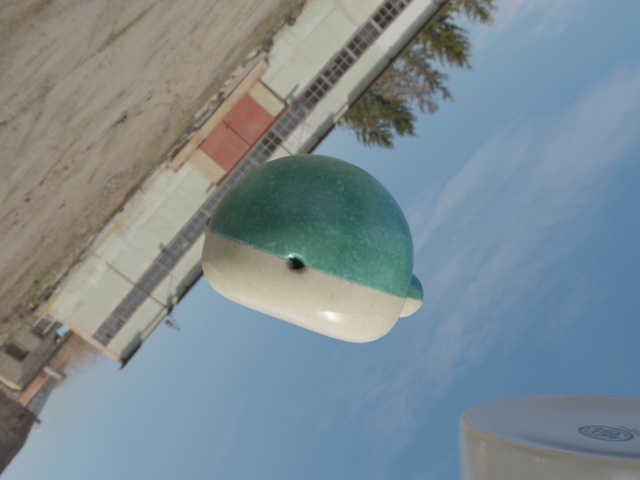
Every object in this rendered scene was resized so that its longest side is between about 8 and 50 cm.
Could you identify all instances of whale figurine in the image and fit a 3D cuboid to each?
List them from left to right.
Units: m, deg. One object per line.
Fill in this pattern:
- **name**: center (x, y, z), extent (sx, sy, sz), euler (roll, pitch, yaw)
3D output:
- **whale figurine**: center (0.000, 0.000, 0.526), extent (0.272, 0.216, 0.141), euler (6, 103, -84)

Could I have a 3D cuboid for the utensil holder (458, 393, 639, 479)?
- **utensil holder**: center (0.287, 0.361, 0.515), extent (0.328, 0.328, 0.385), euler (165, -76, -65)
